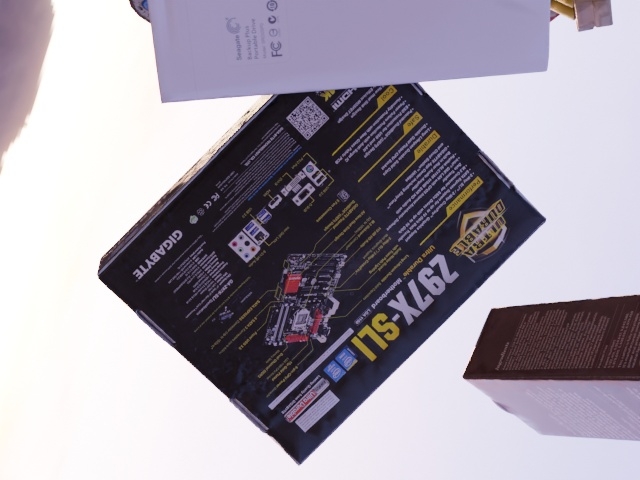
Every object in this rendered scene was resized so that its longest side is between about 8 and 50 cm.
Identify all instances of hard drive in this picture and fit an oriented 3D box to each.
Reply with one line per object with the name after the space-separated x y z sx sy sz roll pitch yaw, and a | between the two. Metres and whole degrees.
0.021 -0.226 0.871 0.040 0.318 0.210 -99 -175 -66 | hard drive

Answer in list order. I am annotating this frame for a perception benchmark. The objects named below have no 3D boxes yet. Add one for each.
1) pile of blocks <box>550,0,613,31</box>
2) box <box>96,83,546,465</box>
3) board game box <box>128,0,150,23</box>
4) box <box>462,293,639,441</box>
0.228 -0.331 1.410 0.149 0.113 0.362 -38 -129 -10 | pile of blocks
0.000 0.000 0.993 0.322 0.257 0.079 -46 -166 1 | box
-0.147 -0.307 1.091 0.194 0.060 0.194 -67 -169 -26 | board game box
0.405 0.185 1.563 0.381 0.191 0.143 -13 -134 56 | box
